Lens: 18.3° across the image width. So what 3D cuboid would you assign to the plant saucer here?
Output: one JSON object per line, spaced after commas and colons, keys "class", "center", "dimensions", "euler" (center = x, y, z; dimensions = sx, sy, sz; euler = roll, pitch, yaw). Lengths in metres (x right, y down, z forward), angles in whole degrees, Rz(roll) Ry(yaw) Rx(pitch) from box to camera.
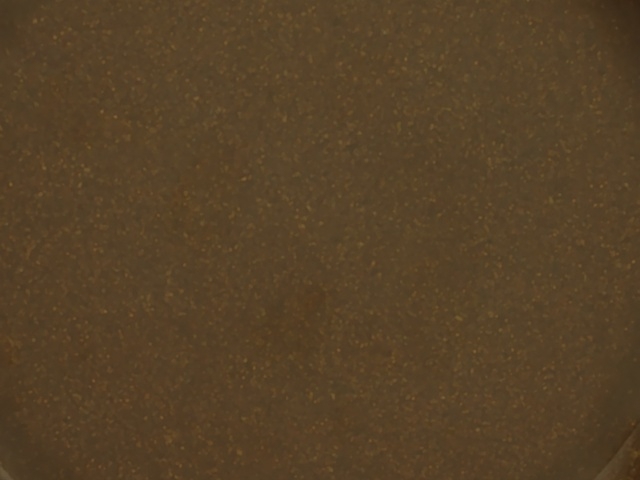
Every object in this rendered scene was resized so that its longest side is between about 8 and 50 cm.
{"class": "plant saucer", "center": [0.000, 0.000, 0.611], "dimensions": [0.310, 0.050, 0.310], "euler": [-1, 100, -7]}
